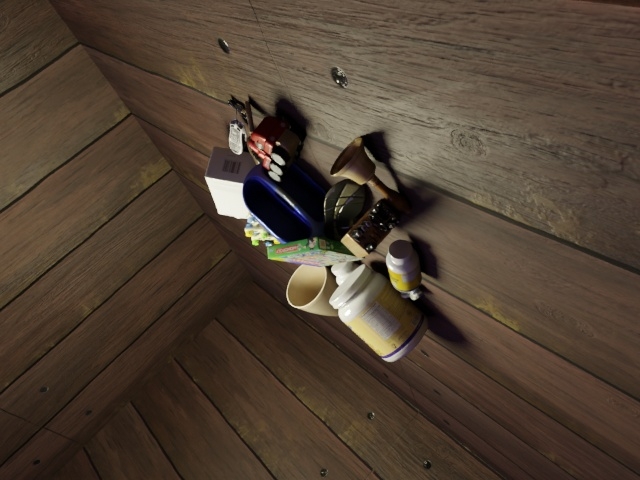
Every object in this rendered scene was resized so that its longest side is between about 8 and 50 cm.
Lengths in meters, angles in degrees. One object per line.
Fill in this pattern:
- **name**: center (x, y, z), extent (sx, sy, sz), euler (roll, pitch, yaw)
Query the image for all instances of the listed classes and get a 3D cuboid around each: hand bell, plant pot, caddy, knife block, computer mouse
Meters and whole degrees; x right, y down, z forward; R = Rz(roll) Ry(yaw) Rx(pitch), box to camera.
- **hand bell**: center (0.157, -0.152, 1.244), extent (0.242, 0.126, 0.126), euler (37, 166, -18)
- **plant pot**: center (0.015, 0.272, 2.339), extent (0.274, 0.256, 0.256), euler (36, 172, -38)
- **caddy**: center (-0.119, -0.133, 1.653), extent (0.341, 0.241, 0.179), euler (42, 169, 6)
- **knife block**: center (0.122, -0.007, 1.331), extent (0.088, 0.242, 0.276), euler (45, 129, 2)
- **computer mouse**: center (-0.296, -0.407, 1.679), extent (0.106, 0.042, 0.193), euler (32, 135, 21)

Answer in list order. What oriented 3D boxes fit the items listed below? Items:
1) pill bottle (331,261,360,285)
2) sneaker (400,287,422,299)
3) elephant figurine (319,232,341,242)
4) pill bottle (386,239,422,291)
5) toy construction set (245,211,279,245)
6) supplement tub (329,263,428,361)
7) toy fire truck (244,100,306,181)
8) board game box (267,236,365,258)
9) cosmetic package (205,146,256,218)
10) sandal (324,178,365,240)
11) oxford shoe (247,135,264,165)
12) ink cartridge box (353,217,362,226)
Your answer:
- **pill bottle**: center (0.145, 0.176, 1.953), extent (0.216, 0.121, 0.121), euler (51, 162, -19)
- **sneaker**: center (0.323, 0.175, 1.675), extent (0.058, 0.052, 0.135), euler (64, 163, -5)
- **elephant figurine**: center (0.000, 0.000, 1.858), extent (0.239, 0.169, 0.186), euler (38, -161, -35)
- **pill bottle**: center (0.266, 0.080, 1.476), extent (0.103, 0.103, 0.184), euler (33, 159, 35)
- **toy construction set**: center (-0.184, -0.038, 2.099), extent (0.327, 0.151, 0.215), euler (16, 156, -8)
- **supplement tub**: center (0.222, 0.276, 1.784), extent (0.331, 0.241, 0.241), euler (43, 163, -3)
- **toy fire truck**: center (-0.178, -0.345, 1.496), extent (0.246, 0.158, 0.217), euler (34, 163, -1)
- **board game box**: center (-0.007, 0.046, 1.661), extent (0.213, 0.046, 0.317), euler (-13, 165, 32)
- **cosmetic package**: center (-0.362, -0.234, 2.003), extent (0.197, 0.155, 0.365), euler (10, 160, -1)
- **sandal**: center (0.068, -0.106, 1.503), extent (0.120, 0.086, 0.303), euler (15, 148, -1)
- **oxford shoe**: center (-0.215, -0.311, 1.758), extent (0.096, 0.082, 0.227), euler (52, 169, 39)
- **ink cartridge box**: center (0.115, -0.032, 1.666), extent (0.097, 0.046, 0.207), euler (52, 162, -18)
